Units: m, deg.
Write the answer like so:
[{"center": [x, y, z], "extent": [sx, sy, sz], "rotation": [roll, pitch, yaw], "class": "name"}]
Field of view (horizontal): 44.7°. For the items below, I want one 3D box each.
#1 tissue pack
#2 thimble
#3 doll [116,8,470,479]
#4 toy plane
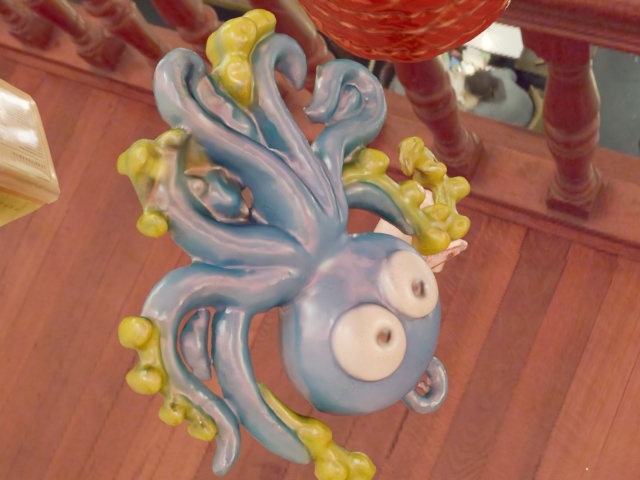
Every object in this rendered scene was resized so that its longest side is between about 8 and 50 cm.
[{"center": [-0.426, -0.121, 0.883], "extent": [0.125, 0.234, 0.159], "rotation": [-25, 74, 11], "class": "tissue pack"}, {"center": [0.090, -0.398, 0.911], "extent": [0.350, 0.230, 0.350], "rotation": [-2, 81, 12], "class": "thimble"}, {"center": [0.000, 0.000, 0.577], "extent": [0.099, 0.341, 0.346], "rotation": [-14, 32, 49], "class": "doll"}, {"center": [0.141, 0.017, 1.334], "extent": [0.252, 0.252, 0.118], "rotation": [-37, 51, 6], "class": "toy plane"}]
